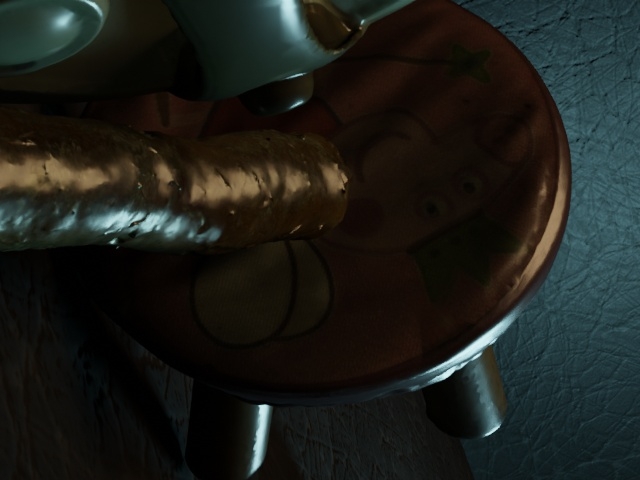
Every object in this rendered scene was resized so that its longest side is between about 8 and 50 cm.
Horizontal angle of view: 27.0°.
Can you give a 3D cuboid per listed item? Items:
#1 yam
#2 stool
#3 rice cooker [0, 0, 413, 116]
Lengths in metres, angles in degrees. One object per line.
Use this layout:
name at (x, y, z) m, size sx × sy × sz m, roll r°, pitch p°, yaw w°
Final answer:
yam at (-0.077, -0.022, 0.561) m, size 0.253 × 0.061 × 0.061 m, roll -2°, pitch 71°, yaw -54°
stool at (0.000, 0.000, 0.763) m, size 0.178 × 0.272 × 0.272 m, roll 87°, pitch -9°, yaw -56°
rice cooker at (-0.066, -0.219, 0.483) m, size 0.335 × 0.335 × 0.325 m, roll 47°, pitch 26°, yaw -73°
